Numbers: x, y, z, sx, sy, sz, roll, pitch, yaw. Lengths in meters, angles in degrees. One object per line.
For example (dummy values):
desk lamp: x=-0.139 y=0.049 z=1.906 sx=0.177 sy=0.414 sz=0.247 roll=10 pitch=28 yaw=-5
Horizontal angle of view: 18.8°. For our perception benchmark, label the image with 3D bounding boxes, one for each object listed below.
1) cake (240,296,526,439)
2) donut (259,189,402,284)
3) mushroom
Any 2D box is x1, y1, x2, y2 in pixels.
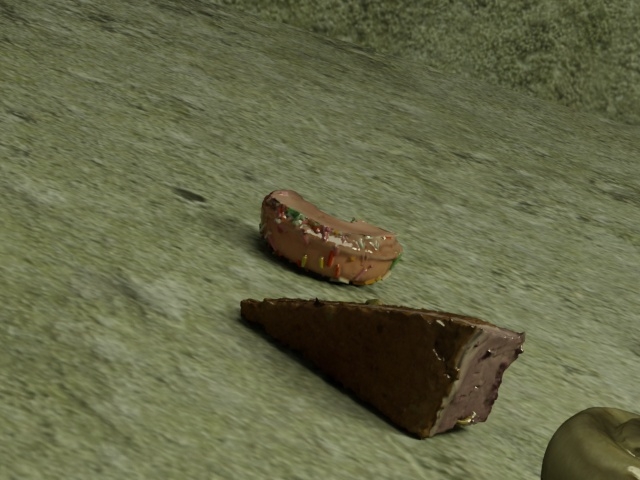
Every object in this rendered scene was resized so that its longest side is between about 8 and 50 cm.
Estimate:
cake: x=0.049 y=0.102 z=1.792 sx=0.295 sy=0.113 sz=0.116 roll=16 pitch=7 yaw=43
donut: x=0.000 y=0.000 z=2.077 sx=0.166 sy=0.065 sz=0.117 roll=23 pitch=14 yaw=17
mushroom: x=0.286 y=0.176 z=1.545 sx=0.207 sy=0.215 sz=0.207 roll=14 pitch=9 yaw=-2
